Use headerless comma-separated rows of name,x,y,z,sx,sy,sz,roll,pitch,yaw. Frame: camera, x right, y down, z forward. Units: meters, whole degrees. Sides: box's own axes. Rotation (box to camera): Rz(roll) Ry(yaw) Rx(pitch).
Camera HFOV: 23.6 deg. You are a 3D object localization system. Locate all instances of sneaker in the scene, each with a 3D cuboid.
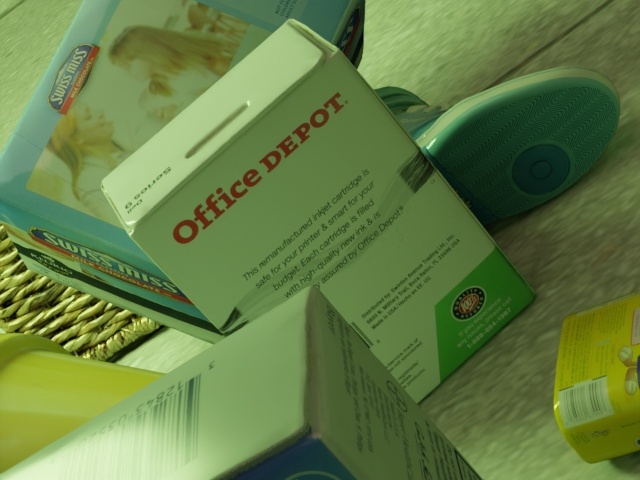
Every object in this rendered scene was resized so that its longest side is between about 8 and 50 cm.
sneaker,0.114,-0.100,1.402,0.319,0.127,0.208,-29,32,19

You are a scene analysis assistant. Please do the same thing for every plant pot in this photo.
plant pot,-0.204,0.198,1.268,0.239,0.254,0.254,-5,42,24

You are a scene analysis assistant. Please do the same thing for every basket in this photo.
basket,-0.217,0.001,1.692,0.299,0.223,0.213,-33,-4,14

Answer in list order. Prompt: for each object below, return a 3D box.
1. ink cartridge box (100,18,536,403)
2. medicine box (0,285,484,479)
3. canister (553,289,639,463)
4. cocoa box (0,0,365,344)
ink cartridge box,0.000,0.000,1.225,0.211,0.289,0.121,-41,29,-1
medicine box,-0.027,0.222,0.948,0.263,0.289,0.149,-32,28,16
canister,0.249,0.078,1.045,0.170,0.073,0.126,-22,33,32
cocoa box,-0.123,-0.115,1.437,0.228,0.231,0.347,92,-158,-73
